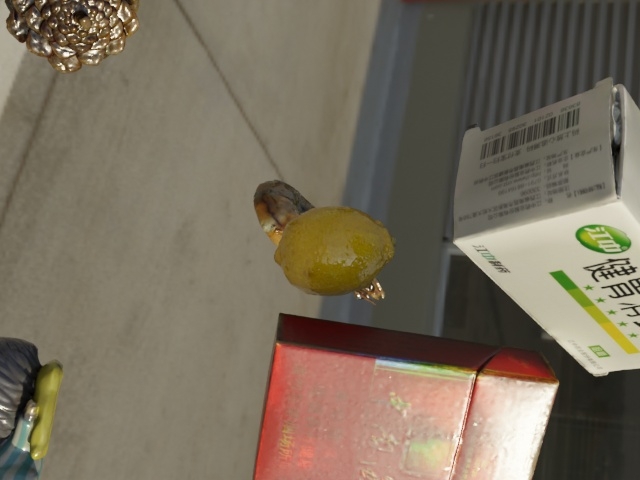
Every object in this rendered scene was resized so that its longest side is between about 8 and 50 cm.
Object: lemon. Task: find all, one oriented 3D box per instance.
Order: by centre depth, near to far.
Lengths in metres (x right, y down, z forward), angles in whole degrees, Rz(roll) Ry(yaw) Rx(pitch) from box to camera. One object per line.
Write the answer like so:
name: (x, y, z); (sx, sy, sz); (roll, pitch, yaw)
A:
lemon: (0.019, 0.013, 1.152); (0.114, 0.155, 0.114); (-5, 90, -89)

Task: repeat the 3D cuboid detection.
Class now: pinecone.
pinecone: (-0.461, -0.451, 1.702); (0.309, 0.244, 0.244); (-105, -175, -55)

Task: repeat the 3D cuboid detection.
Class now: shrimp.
shrimp: (0.000, 0.000, 1.485); (0.287, 0.063, 0.152); (37, 27, -29)

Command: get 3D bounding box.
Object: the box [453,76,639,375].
box: (0.293, 0.001, 0.953); (0.333, 0.173, 0.145); (40, 47, -37)

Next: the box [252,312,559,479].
box: (0.090, 0.207, 1.046); (0.089, 0.314, 0.197); (-93, -168, -71)

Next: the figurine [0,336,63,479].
figurine: (-0.695, 0.349, 1.726); (0.266, 0.378, 0.361); (125, -27, -60)
